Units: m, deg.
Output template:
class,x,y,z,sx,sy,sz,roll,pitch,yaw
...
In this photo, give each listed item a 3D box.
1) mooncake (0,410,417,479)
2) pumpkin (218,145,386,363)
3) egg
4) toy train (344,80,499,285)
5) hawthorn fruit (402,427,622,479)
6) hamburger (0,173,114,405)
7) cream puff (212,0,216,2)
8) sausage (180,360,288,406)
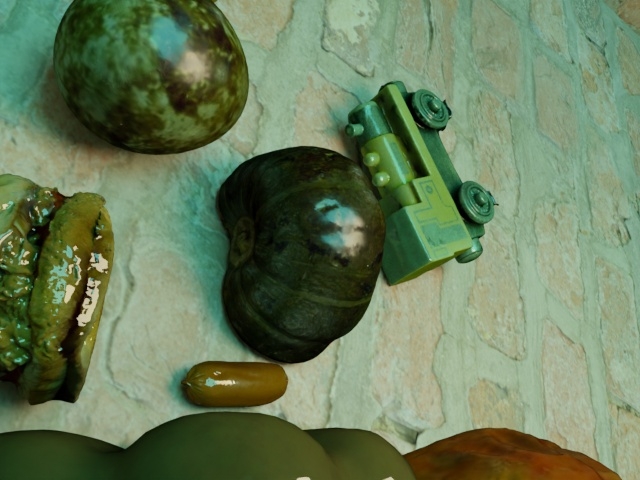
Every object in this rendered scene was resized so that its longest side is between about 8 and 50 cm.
class,x,y,z,sx,sy,sz,roll,pitch,yaw
mooncake,-0.120,0.305,0.715,0.467,0.467,0.262,14,58,-38
pumpkin,0.000,0.000,1.195,0.242,0.232,0.325,12,61,-42
egg,-0.216,-0.231,1.118,0.289,0.238,0.238,17,55,-47
toy train,0.160,-0.119,1.486,0.237,0.150,0.369,-14,74,-41
hawthorn fruit,0.229,0.445,0.985,0.471,0.471,0.472,23,52,-32
hamburger,-0.311,0.051,0.873,0.163,0.244,0.244,10,57,-15
cream puff,-0.201,-0.467,1.355,0.121,0.156,0.156,30,46,-3
sausage,-0.106,0.192,1.101,0.183,0.054,0.062,12,86,-42
